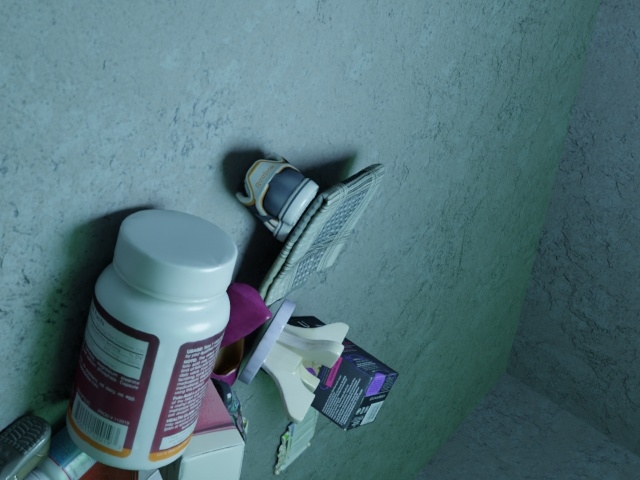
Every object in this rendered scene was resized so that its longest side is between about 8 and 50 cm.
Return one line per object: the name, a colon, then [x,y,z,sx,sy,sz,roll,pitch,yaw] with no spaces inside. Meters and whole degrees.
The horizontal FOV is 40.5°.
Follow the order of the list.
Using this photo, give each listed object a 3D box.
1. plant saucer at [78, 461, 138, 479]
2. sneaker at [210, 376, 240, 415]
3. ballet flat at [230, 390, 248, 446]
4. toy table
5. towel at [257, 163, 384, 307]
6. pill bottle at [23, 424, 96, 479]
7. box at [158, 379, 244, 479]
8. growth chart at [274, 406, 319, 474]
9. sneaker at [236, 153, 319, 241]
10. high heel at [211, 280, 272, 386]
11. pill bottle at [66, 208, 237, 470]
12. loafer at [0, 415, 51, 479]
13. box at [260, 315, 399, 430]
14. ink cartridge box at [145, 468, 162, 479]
plant saucer: [-0.443,0.471,1.681,0.259,0.047,0.259,-31,143,-43]
sneaker: [-0.203,0.328,1.803,0.098,0.083,0.223,-6,163,-28]
ballet flat: [-0.203,0.425,2.022,0.222,0.076,0.079,90,22,-46]
toy table: [-0.058,0.248,1.852,0.252,0.160,0.274,-60,180,-23]
towel: [0.000,0.000,1.795,0.324,0.056,0.312,-56,170,26]
pill bottle: [-0.447,0.381,1.525,0.160,0.087,0.087,-43,150,-33]
box: [-0.252,0.367,1.660,0.126,0.232,0.149,-9,130,-28]
growth chart: [-0.062,0.543,2.429,0.172,0.021,0.237,-27,140,-45]
sneaker: [-0.079,-0.086,1.643,0.126,0.127,0.321,-55,178,-10]
high heel: [-0.169,0.220,1.727,0.127,0.181,0.377,-43,150,-28]
pill bottle: [-0.278,0.162,1.438,0.224,0.224,0.392,-17,133,-53]
loafer: [-0.531,0.396,1.400,0.251,0.094,0.087,-40,144,-32]
box: [0.018,0.304,2.032,0.165,0.270,0.143,9,111,-62]
ink cartridge box: [-0.263,0.613,1.886,0.198,0.272,0.115,-39,150,-32]
